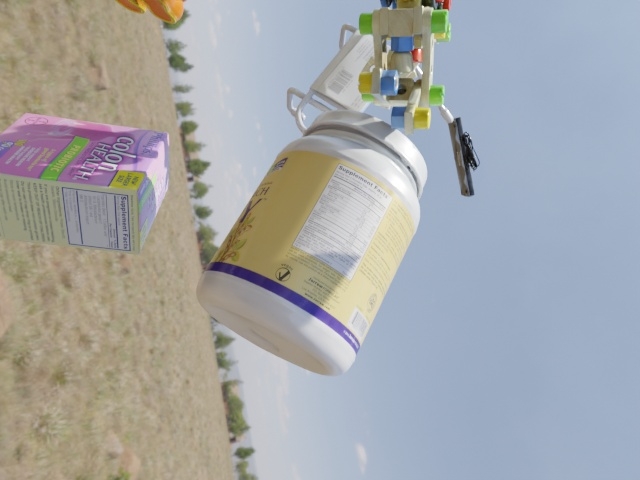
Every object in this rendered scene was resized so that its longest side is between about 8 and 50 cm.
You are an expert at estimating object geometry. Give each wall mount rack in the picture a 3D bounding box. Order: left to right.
[{"bbox_3d":[0.112,-0.288,1.052,0.304,0.350,0.130,34,-17,8],"label":"wall mount rack"}]

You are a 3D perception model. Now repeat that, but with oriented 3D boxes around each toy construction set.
[{"bbox_3d":[0.136,-0.289,0.795,0.328,0.151,0.215,-76,166,-72],"label":"toy construction set"}]

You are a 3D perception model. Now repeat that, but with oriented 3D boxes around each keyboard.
[{"bbox_3d":[0.346,-0.197,1.195,0.100,0.038,0.192,-105,180,-78],"label":"keyboard"}]

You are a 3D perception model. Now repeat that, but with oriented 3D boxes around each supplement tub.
[{"bbox_3d":[0.000,0.000,0.743,0.331,0.241,0.241,-61,179,-21],"label":"supplement tub"}]

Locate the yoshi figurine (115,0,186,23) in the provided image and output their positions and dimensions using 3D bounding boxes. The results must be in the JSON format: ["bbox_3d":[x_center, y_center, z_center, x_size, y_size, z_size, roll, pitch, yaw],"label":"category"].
[{"bbox_3d":[-0.253,-0.577,0.848,0.203,0.203,0.362,19,-95,65],"label":"yoshi figurine"}]

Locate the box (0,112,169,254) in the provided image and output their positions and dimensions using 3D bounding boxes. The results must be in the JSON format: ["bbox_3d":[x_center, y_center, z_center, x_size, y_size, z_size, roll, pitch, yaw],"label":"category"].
[{"bbox_3d":[-0.389,-0.098,0.817,0.213,0.243,0.117,-93,-167,-55],"label":"box"}]
